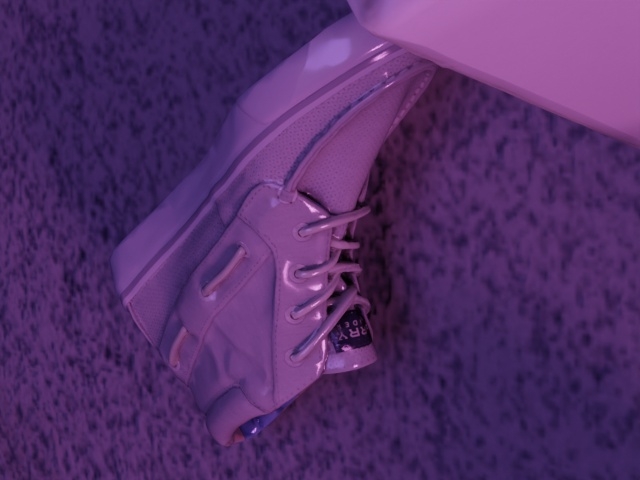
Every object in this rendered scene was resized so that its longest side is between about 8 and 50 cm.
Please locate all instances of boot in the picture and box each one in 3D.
[{"bbox_3d":[0.000,0.000,0.872,0.123,0.095,0.258,58,139,12],"label":"boot"}]

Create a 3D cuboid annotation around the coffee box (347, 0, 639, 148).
[{"bbox_3d":[0.137,-0.250,0.456,0.338,0.334,0.338,-30,76,18],"label":"coffee box"}]
